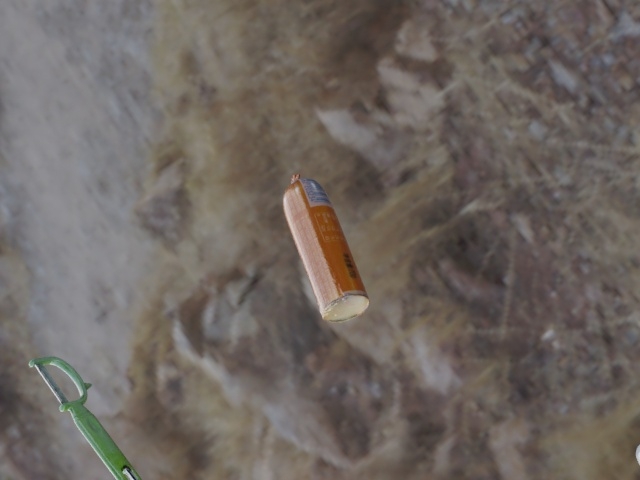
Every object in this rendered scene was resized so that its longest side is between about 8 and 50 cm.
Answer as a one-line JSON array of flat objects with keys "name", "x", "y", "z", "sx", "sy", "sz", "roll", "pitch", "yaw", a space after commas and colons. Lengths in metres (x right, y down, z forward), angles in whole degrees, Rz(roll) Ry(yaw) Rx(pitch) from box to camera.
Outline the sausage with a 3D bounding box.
[{"name": "sausage", "x": 0.000, "y": 0.000, "z": 1.996, "sx": 0.071, "sy": 0.071, "sz": 0.234, "roll": 100, "pitch": 154, "yaw": -56}]

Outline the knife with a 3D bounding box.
[{"name": "knife", "x": -0.231, "y": 0.197, "z": 1.492, "sx": 0.212, "sy": 0.054, "sz": 0.015, "roll": 48, "pitch": 122, "yaw": 28}]

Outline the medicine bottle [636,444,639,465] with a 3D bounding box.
[{"name": "medicine bottle", "x": 0.439, "y": 0.309, "z": 1.480, "sx": 0.258, "sy": 0.143, "sz": 0.143, "roll": 69, "pitch": 157, "yaw": 15}]
